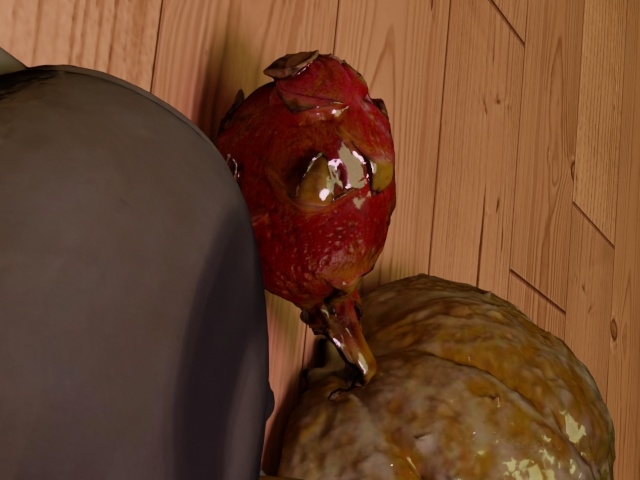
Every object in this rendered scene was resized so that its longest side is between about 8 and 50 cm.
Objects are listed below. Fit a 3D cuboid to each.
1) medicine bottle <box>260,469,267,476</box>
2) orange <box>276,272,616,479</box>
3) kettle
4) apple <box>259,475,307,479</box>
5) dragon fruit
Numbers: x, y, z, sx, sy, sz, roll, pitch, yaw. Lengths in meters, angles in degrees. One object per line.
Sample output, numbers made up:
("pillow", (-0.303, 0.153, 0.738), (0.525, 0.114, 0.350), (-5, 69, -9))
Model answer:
("medicine bottle", (-0.087, 0.113, 0.792), (0.199, 0.058, 0.057), (55, 41, -51))
("orange", (0.109, 0.186, 1.059), (0.368, 0.210, 0.271), (-57, 138, -54))
("kettle", (-0.156, 0.042, 0.493), (0.321, 0.228, 0.324), (41, 40, -20))
("apple", (-0.038, 0.247, 0.738), (0.261, 0.194, 0.260), (3, 90, -65))
("dragon fruit", (0.000, 0.000, 0.908), (0.125, 0.125, 0.246), (-111, -174, -57))
